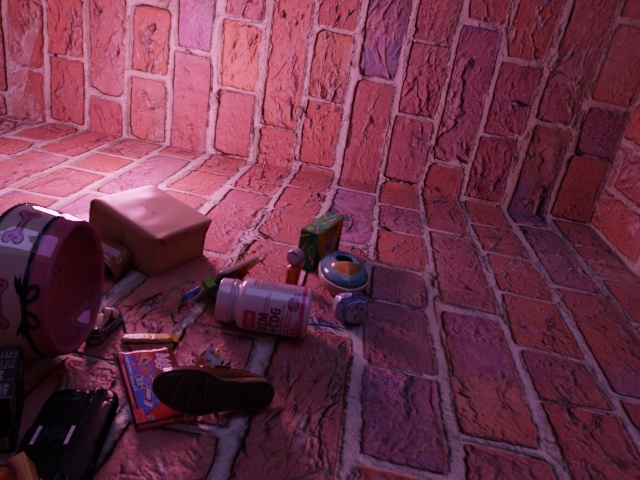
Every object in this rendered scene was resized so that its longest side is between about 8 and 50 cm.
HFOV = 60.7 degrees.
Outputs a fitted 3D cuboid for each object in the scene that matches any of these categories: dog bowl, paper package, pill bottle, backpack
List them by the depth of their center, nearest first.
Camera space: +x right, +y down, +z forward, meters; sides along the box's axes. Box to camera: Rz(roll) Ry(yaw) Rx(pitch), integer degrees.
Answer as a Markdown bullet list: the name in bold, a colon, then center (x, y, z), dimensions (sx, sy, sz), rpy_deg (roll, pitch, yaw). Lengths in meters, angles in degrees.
- **dog bowl**: center (-0.679, 0.111, 1.374), dimensions (0.151, 0.407, 0.408), rpy_deg (4, 23, 0)
- **pill bottle**: center (-0.173, 0.205, 1.694), dimensions (0.283, 0.160, 0.160), rpy_deg (9, 23, 0)
- **backpack**: center (0.102, 0.226, 1.829), dimensions (0.114, 0.105, 0.084), rpy_deg (-1, 24, -12)
- **paper package**: center (-0.628, -0.050, 2.034), dimensions (0.325, 0.168, 0.309), rpy_deg (29, 28, 18)

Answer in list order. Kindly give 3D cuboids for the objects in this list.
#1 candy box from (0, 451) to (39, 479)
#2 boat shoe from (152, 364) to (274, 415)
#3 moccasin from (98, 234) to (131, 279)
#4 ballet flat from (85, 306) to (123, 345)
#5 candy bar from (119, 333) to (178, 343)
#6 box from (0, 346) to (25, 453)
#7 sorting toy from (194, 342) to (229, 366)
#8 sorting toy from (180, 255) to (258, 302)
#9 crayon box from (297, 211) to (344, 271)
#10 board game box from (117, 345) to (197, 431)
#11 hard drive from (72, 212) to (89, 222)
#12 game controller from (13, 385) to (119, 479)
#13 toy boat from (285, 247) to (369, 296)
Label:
- **candy box**: center (-0.546, 0.482, 0.962), dimensions (0.109, 0.053, 0.187), rpy_deg (-27, 45, -24)
- **boat shoe**: center (-0.270, 0.361, 1.340), dimensions (0.307, 0.110, 0.104), rpy_deg (19, 0, -31)
- **moccasin**: center (-0.843, 0.032, 1.852), dimensions (0.380, 0.139, 0.147), rpy_deg (28, 34, -3)
- **ballet flat**: center (-0.620, 0.231, 1.576), dimensions (0.070, 0.070, 0.188), rpy_deg (9, 23, -3)
- **candy bar**: center (-0.491, 0.281, 1.568), dimensions (0.162, 0.018, 0.040), rpy_deg (2, 20, -17)
- **box**: center (-0.693, 0.341, 1.178), dimensions (0.078, 0.147, 0.180), rpy_deg (1, 25, -22)
- **sorting toy**: center (-0.293, 0.329, 1.521), dimensions (0.075, 0.044, 0.083), rpy_deg (33, 26, 4)
- **sorting toy**: center (-0.310, 0.135, 1.832), dimensions (0.047, 0.196, 0.348), rpy_deg (55, 36, 6)
- **crayon box**: center (0.000, 0.000, 2.239), dimensions (0.081, 0.165, 0.278), rpy_deg (18, 24, 19)
- **board game box**: center (-0.420, 0.365, 1.389), dimensions (0.145, 0.027, 0.281), rpy_deg (-2, 25, -29)
- **hard drive**: center (-0.891, -0.025, 2.095), dimensions (0.308, 0.040, 0.203), rpy_deg (27, 28, 36)
- **game controller**: center (-0.549, 0.427, 1.168), dimensions (0.167, 0.067, 0.319), rpy_deg (-6, 23, -1)
- **toy boat**: center (0.027, 0.107, 2.021), dimensions (0.318, 0.148, 0.267), rpy_deg (5, 24, -13)
